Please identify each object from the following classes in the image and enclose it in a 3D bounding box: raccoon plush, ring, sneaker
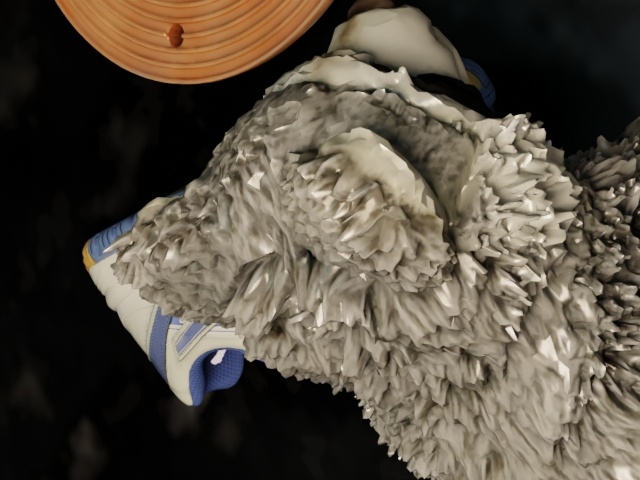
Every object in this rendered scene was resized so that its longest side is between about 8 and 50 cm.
[{"bbox_3d":[0.109,0.104,0.773,0.216,0.299,0.446,-40,67,37],"label":"raccoon plush"},{"bbox_3d":[-0.072,-0.262,1.096,0.336,0.032,0.336,5,97,44],"label":"ring"},{"bbox_3d":[0.000,0.000,1.019,0.296,0.112,0.131,-27,93,42],"label":"sneaker"}]
